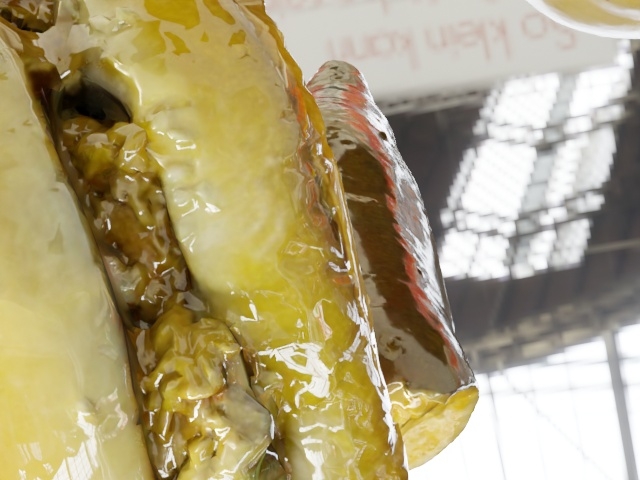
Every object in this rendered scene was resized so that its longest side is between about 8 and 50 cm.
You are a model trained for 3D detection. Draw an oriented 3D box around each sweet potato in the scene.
[{"bbox_3d":[0.000,0.000,0.576,0.077,0.077,0.244,-14,-149,-1],"label":"sweet potato"}]

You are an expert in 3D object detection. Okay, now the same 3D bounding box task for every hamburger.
[{"bbox_3d":[-0.057,0.024,0.393,0.118,0.191,0.182,-22,176,-14],"label":"hamburger"}]

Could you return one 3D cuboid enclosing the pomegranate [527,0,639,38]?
[{"bbox_3d":[0.110,-0.148,0.579,0.196,0.196,0.196,-11,-155,5],"label":"pomegranate"}]
